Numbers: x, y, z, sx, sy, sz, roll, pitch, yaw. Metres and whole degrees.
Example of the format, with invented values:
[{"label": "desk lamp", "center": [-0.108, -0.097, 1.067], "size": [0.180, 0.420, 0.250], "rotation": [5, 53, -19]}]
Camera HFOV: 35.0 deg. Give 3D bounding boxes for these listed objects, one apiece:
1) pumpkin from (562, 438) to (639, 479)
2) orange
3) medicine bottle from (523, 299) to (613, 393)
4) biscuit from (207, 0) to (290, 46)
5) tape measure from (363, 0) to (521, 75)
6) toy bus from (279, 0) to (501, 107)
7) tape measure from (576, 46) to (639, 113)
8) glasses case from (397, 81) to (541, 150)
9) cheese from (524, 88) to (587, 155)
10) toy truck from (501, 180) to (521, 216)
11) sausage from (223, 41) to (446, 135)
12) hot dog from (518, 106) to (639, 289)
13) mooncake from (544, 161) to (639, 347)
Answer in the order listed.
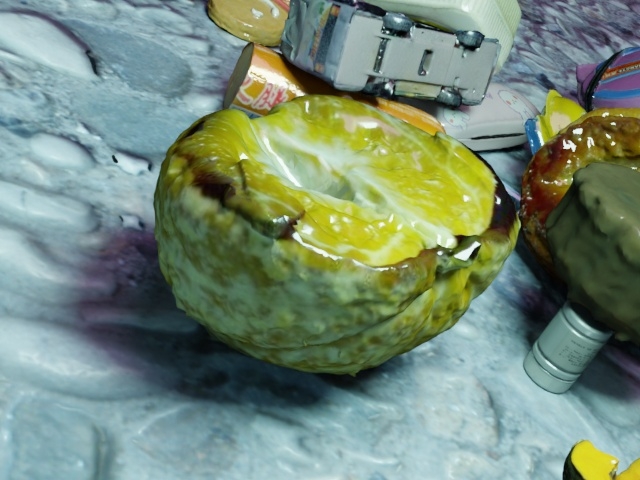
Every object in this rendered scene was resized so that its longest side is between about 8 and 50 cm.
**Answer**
[{"label": "pumpkin", "center": [0.288, 0.240, 0.891], "size": [0.183, 0.107, 0.119], "rotation": [4, 31, -24]}, {"label": "orange", "center": [0.000, 0.000, 0.906], "size": [0.271, 0.210, 0.368], "rotation": [42, 35, 25]}, {"label": "medicine bottle", "center": [0.262, 0.111, 1.074], "size": [0.058, 0.091, 0.058], "rotation": [21, 32, -14]}, {"label": "biscuit", "center": [-0.031, -0.348, 1.562], "size": [0.339, 0.047, 0.216], "rotation": [-6, 44, -45]}, {"label": "tape measure", "center": [0.159, -0.347, 1.519], "size": [0.271, 0.133, 0.231], "rotation": [14, -13, 29]}, {"label": "toy bus", "center": [0.095, -0.241, 1.294], "size": [0.138, 0.112, 0.317], "rotation": [29, 17, 37]}, {"label": "tape measure", "center": [0.557, -0.241, 1.729], "size": [0.231, 0.149, 0.245], "rotation": [-9, 31, 22]}, {"label": "glasses case", "center": [0.226, -0.187, 1.506], "size": [0.297, 0.075, 0.113], "rotation": [-11, 49, -47]}, {"label": "cheese", "center": [0.356, -0.140, 1.491], "size": [0.270, 0.069, 0.177], "rotation": [-12, 86, -61]}, {"label": "toy truck", "center": [0.308, -0.047, 1.387], "size": [0.136, 0.063, 0.074], "rotation": [38, 53, 16]}, {"label": "sausage", "center": [0.038, -0.153, 1.284], "size": [0.312, 0.093, 0.093], "rotation": [19, 32, -17]}, {"label": "hot dog", "center": [0.435, -0.007, 1.263], "size": [0.387, 0.267, 0.174], "rotation": [33, -6, 2]}, {"label": "mooncake", "center": [0.343, 0.022, 1.076], "size": [0.228, 0.124, 0.228], "rotation": [24, 29, -14]}]
